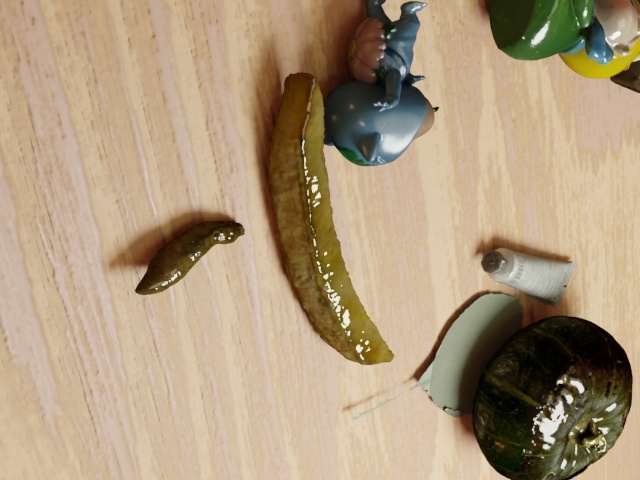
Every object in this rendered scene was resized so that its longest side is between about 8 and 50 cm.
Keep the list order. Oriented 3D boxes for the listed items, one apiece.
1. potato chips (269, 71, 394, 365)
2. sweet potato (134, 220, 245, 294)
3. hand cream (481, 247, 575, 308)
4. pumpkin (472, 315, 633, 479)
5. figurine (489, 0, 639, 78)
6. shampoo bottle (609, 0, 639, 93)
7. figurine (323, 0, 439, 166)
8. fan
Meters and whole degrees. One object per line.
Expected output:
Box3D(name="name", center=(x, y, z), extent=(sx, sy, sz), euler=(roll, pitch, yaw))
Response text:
Box3D(name="potato chips", center=(0.000, 0.000, 1.565), extent=(0.080, 0.057, 0.407), euler=(-42, 135, -28))
Box3D(name="sweet potato", center=(-0.130, 0.010, 1.463), extent=(0.153, 0.038, 0.041), euler=(-34, 154, -37))
Box3D(name="hand cream", center=(0.266, 0.042, 1.858), extent=(0.194, 0.042, 0.067), euler=(16, 92, -52))
Box3D(name="pumpkin", center=(0.307, 0.210, 1.889), extent=(0.238, 0.159, 0.238), euler=(-31, 138, -33))
Box3D(name="figurine", center=(0.303, -0.280, 1.669), extent=(0.234, 0.127, 0.185), euler=(3, 102, -34))
Box3D(name="shampoo bottle", center=(0.460, -0.344, 1.799), extent=(0.126, 0.084, 0.350), euler=(10, 105, -43))
Box3D(name="figurine", center=(0.078, -0.162, 1.524), extent=(0.144, 0.114, 0.178), euler=(2, 101, -46))
Box3D(name="fan", center=(0.149, 0.166, 1.828), extent=(0.310, 0.010, 0.182), euler=(-20, 125, -38))
